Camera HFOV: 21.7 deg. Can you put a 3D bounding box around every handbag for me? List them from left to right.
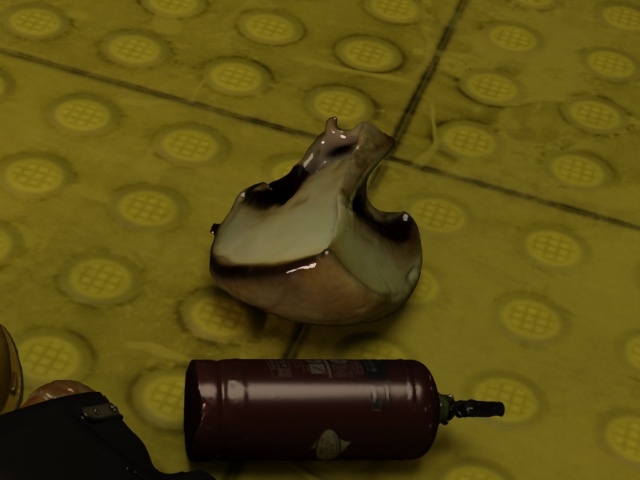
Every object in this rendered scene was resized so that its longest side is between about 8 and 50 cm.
[{"bbox_3d":[-0.226,0.274,1.673,0.342,0.152,0.288,32,31,21],"label":"handbag"}]

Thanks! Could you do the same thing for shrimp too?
[{"bbox_3d":[-0.301,0.215,1.819,0.099,0.041,0.180,39,43,12],"label":"shrimp"}]

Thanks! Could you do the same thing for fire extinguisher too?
[{"bbox_3d":[0.023,0.187,1.842,0.337,0.114,0.135,1,-3,-12],"label":"fire extinguisher"}]

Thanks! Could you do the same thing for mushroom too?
[{"bbox_3d":[-0.007,0.007,2.083,0.217,0.212,0.292,-24,40,31],"label":"mushroom"}]

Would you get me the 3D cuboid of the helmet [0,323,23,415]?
[{"bbox_3d":[-0.429,0.114,1.837,0.205,0.140,0.257,4,40,-7],"label":"helmet"}]
